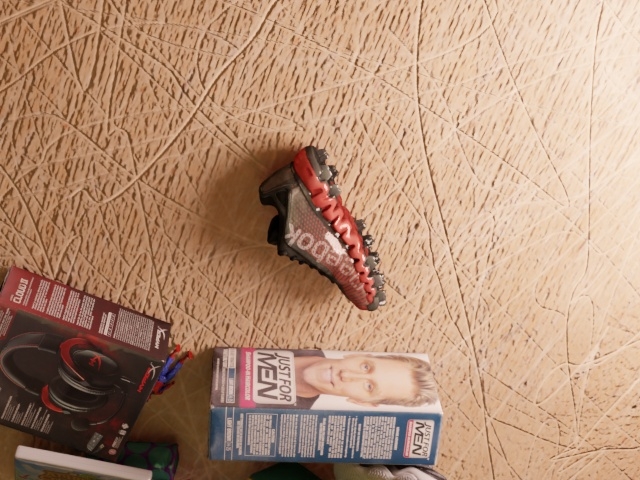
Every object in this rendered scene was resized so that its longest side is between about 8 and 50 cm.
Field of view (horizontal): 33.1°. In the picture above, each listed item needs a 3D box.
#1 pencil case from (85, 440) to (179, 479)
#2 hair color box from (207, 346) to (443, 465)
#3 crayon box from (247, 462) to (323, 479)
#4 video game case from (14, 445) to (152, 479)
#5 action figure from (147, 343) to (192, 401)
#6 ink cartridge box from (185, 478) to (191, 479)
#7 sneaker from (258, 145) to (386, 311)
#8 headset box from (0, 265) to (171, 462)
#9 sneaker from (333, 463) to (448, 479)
[{"bbox_3d":[-0.309,0.358,1.767,0.152,0.070,0.064,5,87,-3],"label":"pencil case"},{"bbox_3d":[0.002,0.253,1.668,0.347,0.174,0.105,3,116,-5],"label":"hair color box"},{"bbox_3d":[0.005,0.591,1.756,0.106,0.313,0.362,-15,120,-40],"label":"crayon box"},{"bbox_3d":[-0.387,0.392,1.744,0.212,0.023,0.193,13,148,-8],"label":"video game case"},{"bbox_3d":[-0.249,0.217,1.719,0.038,0.030,0.115,30,114,-23],"label":"action figure"},{"bbox_3d":[-0.298,0.577,1.885,0.296,0.066,0.261,-23,118,9],"label":"ink cartridge box"},{"bbox_3d":[0.000,0.000,1.577,0.135,0.097,0.276,-25,114,10],"label":"sneaker"},{"bbox_3d":[-0.406,0.186,1.645,0.293,0.110,0.218,23,115,-15],"label":"headset box"},{"bbox_3d":[0.162,0.362,1.697,0.269,0.153,0.101,11,123,37],"label":"sneaker"}]
